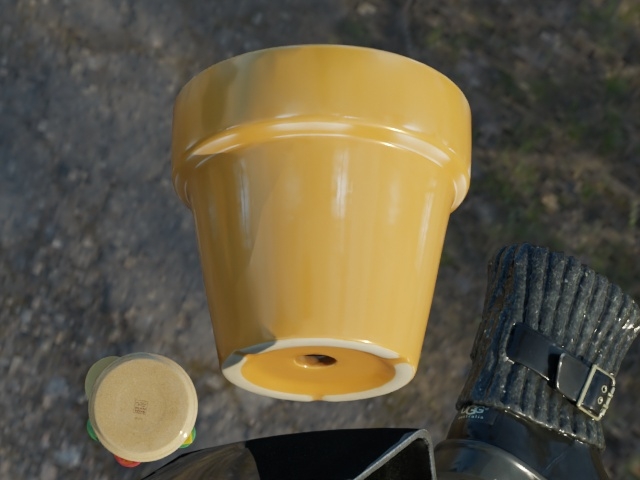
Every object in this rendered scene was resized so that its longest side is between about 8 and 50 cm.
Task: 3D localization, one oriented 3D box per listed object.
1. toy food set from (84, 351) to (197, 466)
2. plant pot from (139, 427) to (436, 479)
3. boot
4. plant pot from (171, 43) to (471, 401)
[{"bbox_3d":[-0.131,0.123,1.252,0.083,0.020,0.082,-7,81,0],"label":"toy food set"},{"bbox_3d":[-0.046,0.213,0.979,0.167,0.188,0.187,7,23,36],"label":"plant pot"},{"bbox_3d":[0.251,0.188,1.658,0.348,0.131,0.260,47,52,-38],"label":"boot"},{"bbox_3d":[0.000,0.000,1.138,0.205,0.205,0.188,8,65,-17],"label":"plant pot"}]
